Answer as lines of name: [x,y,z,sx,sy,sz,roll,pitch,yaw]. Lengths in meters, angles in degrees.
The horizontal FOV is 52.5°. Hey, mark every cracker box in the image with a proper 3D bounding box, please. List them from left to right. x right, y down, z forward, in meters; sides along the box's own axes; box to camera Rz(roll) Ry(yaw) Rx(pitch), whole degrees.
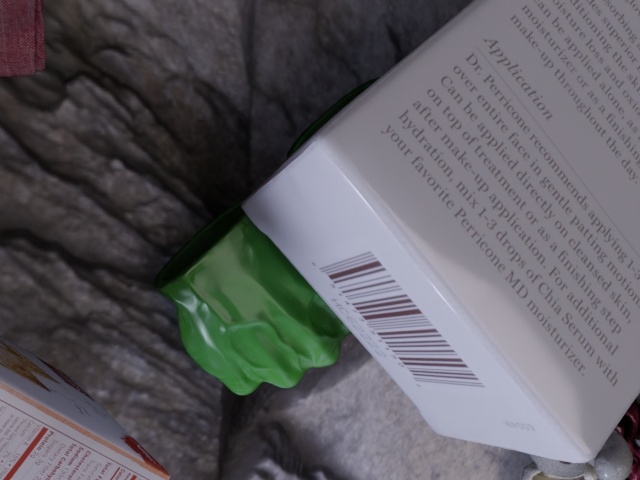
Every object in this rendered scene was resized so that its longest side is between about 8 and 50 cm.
cracker box: [-0.208,0.073,0.342,0.067,0.155,0.232,-54,128,-17]

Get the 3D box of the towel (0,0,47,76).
towel: [-0.255,-0.089,0.230,0.329,0.237,0.037,-32,82,-29]

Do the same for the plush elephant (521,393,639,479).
plush elephant: [0.379,0.236,0.817,0.255,0.330,0.272,-10,94,-14]

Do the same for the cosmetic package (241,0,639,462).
cosmetic package: [0.191,-0.095,0.477,0.453,0.161,0.230,-42,97,-22]

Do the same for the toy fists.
toy fists: [0.000,0.000,0.536,0.279,0.096,0.142,-46,110,-22]
